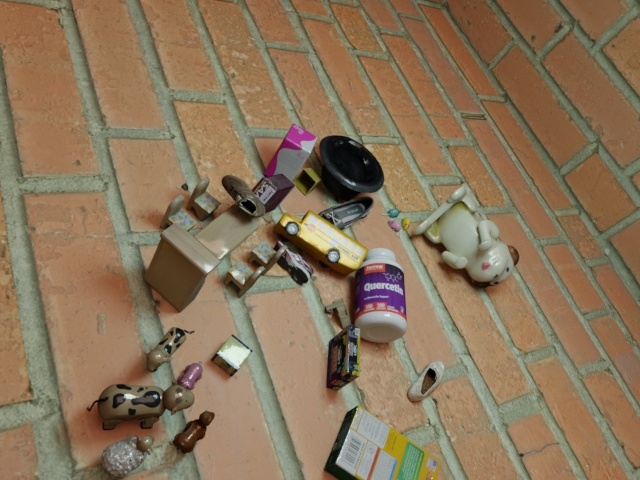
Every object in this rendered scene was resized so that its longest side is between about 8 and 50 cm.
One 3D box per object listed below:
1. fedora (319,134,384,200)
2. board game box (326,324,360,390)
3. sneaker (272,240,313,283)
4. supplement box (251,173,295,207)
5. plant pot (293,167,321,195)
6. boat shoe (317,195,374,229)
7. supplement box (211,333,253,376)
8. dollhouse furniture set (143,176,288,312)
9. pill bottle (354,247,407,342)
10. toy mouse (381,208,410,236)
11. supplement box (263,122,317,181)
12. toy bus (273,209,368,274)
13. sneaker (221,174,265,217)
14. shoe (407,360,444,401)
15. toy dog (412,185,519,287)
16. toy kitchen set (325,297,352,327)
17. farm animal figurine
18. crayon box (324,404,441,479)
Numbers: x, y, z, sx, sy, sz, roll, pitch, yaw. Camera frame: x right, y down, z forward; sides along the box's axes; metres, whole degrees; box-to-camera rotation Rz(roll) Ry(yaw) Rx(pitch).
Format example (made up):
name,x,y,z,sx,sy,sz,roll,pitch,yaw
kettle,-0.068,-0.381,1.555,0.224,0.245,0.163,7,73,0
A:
name,x,y,z,sx,sy,sz,roll,pitch,yaw
fedora,0.104,-0.282,2.234,0.334,0.152,0.333,19,43,-18
board game box,0.074,0.378,1.738,0.048,0.141,0.170,21,49,-20
sneaker,-0.096,0.073,1.922,0.178,0.072,0.077,52,35,0
supplement box,-0.183,-0.165,1.922,0.073,0.130,0.239,43,15,2
plant pot,-0.043,-0.245,2.174,0.081,0.081,0.083,48,34,7
boat shoe,0.086,-0.103,2.133,0.335,0.095,0.112,-26,73,-41
supplement box,-0.265,0.344,1.612,0.083,0.056,0.083,39,46,-1
dollhouse furniture set,-0.334,-0.001,1.686,0.362,0.256,0.394,42,46,1
pill bottle,0.214,0.191,1.937,0.182,0.181,0.322,19,50,-19
toy mouse,0.327,-0.092,2.320,0.143,0.031,0.160,27,47,-12
supplement box,-0.117,-0.326,2.085,0.111,0.220,0.113,30,47,-10
toy bus,0.000,0.000,1.968,0.333,0.108,0.130,34,69,-6
sneaker,-0.260,-0.150,1.780,0.188,0.066,0.071,42,14,5
shoe,0.389,0.494,1.905,0.076,0.058,0.219,49,47,8
toy dog,0.640,0.021,2.305,0.408,0.285,0.395,50,10,11
toy kitchen set,0.063,0.260,1.902,0.068,0.075,0.083,-18,24,-1
farm animal figurine,-0.424,0.394,1.396,0.327,0.172,0.330,-9,63,-36
crayon box,0.193,0.681,1.630,0.323,0.083,0.203,35,46,-4
